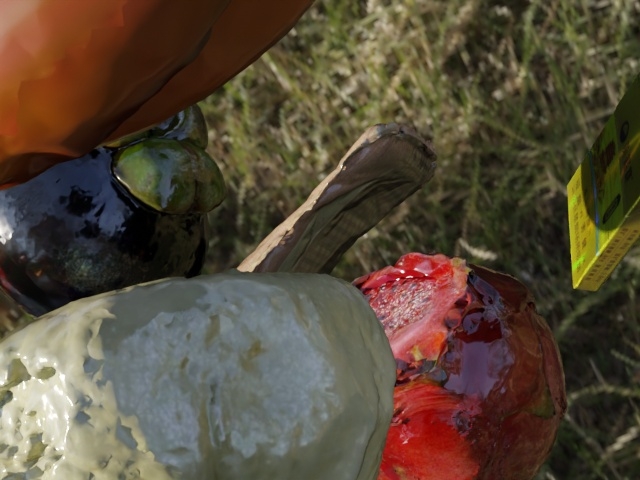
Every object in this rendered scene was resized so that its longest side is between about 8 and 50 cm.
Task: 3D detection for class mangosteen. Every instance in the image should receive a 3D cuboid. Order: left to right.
[{"bbox_3d":[-0.190,-0.035,1.120,0.243,0.243,0.243,-14,49,17],"label":"mangosteen"}]

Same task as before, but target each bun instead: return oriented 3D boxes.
[{"bbox_3d":[-0.066,0.105,0.597,0.220,0.220,0.134,-24,69,9],"label":"bun"}]

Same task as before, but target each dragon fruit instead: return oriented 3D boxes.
[{"bbox_3d":[0.126,0.163,1.458,0.295,0.302,0.296,-10,50,12],"label":"dragon fruit"}]

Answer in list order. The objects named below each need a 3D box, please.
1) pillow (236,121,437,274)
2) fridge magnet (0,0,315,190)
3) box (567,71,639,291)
[{"bbox_3d":[-0.001,-0.001,0.947,0.211,0.135,0.034,-46,66,9],"label":"pillow"},{"bbox_3d":[-0.099,-0.177,0.463,0.363,0.155,0.364,-17,62,34],"label":"fridge magnet"},{"bbox_3d":[0.276,-0.051,1.210,0.030,0.193,0.121,7,58,-7],"label":"box"}]
